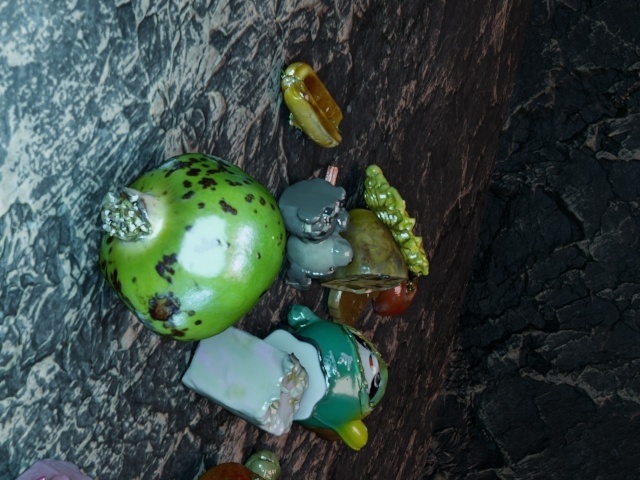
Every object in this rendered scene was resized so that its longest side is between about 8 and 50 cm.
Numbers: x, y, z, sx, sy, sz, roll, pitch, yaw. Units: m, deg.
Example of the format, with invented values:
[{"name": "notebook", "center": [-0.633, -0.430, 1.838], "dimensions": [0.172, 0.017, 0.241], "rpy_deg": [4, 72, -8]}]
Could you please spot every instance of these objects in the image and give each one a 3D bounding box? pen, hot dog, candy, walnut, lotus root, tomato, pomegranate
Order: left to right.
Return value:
[{"name": "pomegranate", "center": [-0.179, 0.005, 0.954], "dimensions": [0.270, 0.254, 0.254], "rpy_deg": [26, 80, -55]}, {"name": "candy", "center": [-0.129, 0.240, 1.267], "dimensions": [0.137, 0.195, 0.185], "rpy_deg": [-62, 159, -17]}, {"name": "walnut", "center": [-0.126, 0.499, 1.563], "dimensions": [0.092, 0.092, 0.092], "rpy_deg": [-46, 143, -49]}, {"name": "hot dog", "center": [-0.018, -0.247, 1.362], "dimensions": [0.250, 0.076, 0.104], "rpy_deg": [40, 48, -69]}, {"name": "pen", "center": [-0.002, -0.047, 1.569], "dimensions": [0.028, 0.028, 0.239], "rpy_deg": [10, 95, -67]}, {"name": "lotus root", "center": [0.105, 0.024, 1.653], "dimensions": [0.199, 0.188, 0.179], "rpy_deg": [18, 65, -46]}, {"name": "tomato", "center": [0.233, 0.125, 2.146], "dimensions": [0.225, 0.085, 0.224], "rpy_deg": [-39, 137, -50]}]

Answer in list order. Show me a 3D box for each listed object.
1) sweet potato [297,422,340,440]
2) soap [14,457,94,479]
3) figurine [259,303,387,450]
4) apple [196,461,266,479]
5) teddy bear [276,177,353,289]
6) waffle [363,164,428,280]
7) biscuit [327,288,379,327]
[{"name": "sweet potato", "center": [0.030, 0.445, 1.820], "dimensions": [0.131, 0.131, 0.336], "rpy_deg": [-68, 156, -17]}, {"name": "soap", "center": [-0.365, 0.453, 0.928], "dimensions": [0.220, 0.127, 0.324], "rpy_deg": [-37, 136, -57]}, {"name": "figurine", "center": [0.005, 0.295, 1.556], "dimensions": [0.340, 0.232, 0.323], "rpy_deg": [23, 48, -59]}, {"name": "apple", "center": [-0.163, 0.540, 1.335], "dimensions": [0.230, 0.230, 0.229], "rpy_deg": [-46, 143, -49]}, {"name": "teddy bear", "center": [0.003, -0.018, 1.456], "dimensions": [0.251, 0.144, 0.171], "rpy_deg": [81, 26, -48]}, {"name": "waffle", "center": [0.180, -0.023, 1.741], "dimensions": [0.060, 0.307, 0.312], "rpy_deg": [-24, 151, -3]}, {"name": "biscuit", "center": [0.089, 0.139, 1.870], "dimensions": [0.320, 0.047, 0.183], "rpy_deg": [-26, 130, -61]}]
